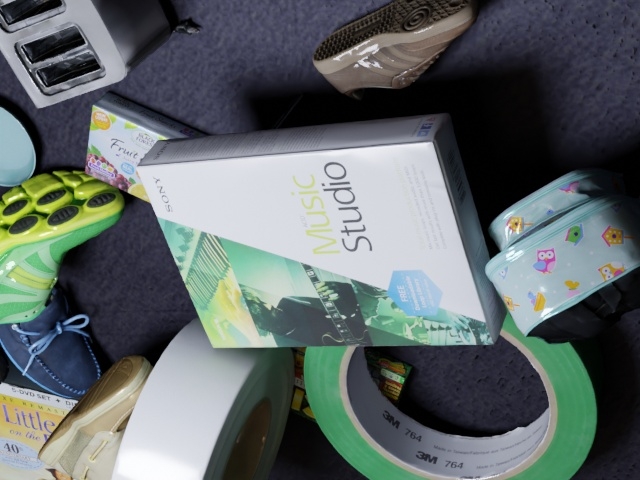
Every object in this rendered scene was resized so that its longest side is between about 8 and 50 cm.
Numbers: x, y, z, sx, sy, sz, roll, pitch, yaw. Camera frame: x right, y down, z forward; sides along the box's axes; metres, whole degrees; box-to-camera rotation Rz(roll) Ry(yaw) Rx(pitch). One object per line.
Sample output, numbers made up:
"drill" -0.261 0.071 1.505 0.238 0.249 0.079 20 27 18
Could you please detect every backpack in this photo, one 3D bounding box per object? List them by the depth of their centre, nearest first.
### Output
"backpack" 0.239 0.016 1.245 0.166 0.188 0.144 -30 82 19

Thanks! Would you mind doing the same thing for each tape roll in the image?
"tape roll" 0.144 0.152 1.466 0.321 0.077 0.321 9 124 14
"tape roll" -0.129 0.232 1.511 0.100 0.286 0.286 19 131 14

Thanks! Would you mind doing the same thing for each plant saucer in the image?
"plant saucer" -0.383 -0.119 1.589 0.119 0.021 0.119 13 130 17

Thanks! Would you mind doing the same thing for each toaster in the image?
"toaster" -0.255 -0.240 1.372 0.186 0.110 0.168 -12 119 33

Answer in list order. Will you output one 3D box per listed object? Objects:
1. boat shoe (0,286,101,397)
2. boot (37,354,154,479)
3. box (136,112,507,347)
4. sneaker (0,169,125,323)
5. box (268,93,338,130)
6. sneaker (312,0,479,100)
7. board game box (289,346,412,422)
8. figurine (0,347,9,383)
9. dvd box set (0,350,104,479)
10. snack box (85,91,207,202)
"boat shoe" -0.364 0.095 1.683 0.089 0.109 0.258 -19 117 48
"boot" -0.217 0.262 1.667 0.203 0.095 0.262 39 132 -8
"box" 0.000 0.000 1.313 0.322 0.058 0.232 -3 123 29
"sneaker" -0.352 0.020 1.585 0.295 0.109 0.123 -31 136 8
"box" -0.035 -0.025 1.424 0.153 0.108 0.207 39 132 -6
"sneaker" 0.083 -0.186 1.283 0.188 0.066 0.071 -13 135 40
"board game box" -0.028 0.150 1.609 0.260 0.030 0.136 23 134 10
"figurine" -0.498 0.076 1.719 0.215 0.092 0.209 24 134 53
"dvd box set" -0.319 0.353 1.888 0.307 0.062 0.420 11 129 17
"snack box" -0.190 -0.093 1.499 0.141 0.037 0.100 24 130 9
